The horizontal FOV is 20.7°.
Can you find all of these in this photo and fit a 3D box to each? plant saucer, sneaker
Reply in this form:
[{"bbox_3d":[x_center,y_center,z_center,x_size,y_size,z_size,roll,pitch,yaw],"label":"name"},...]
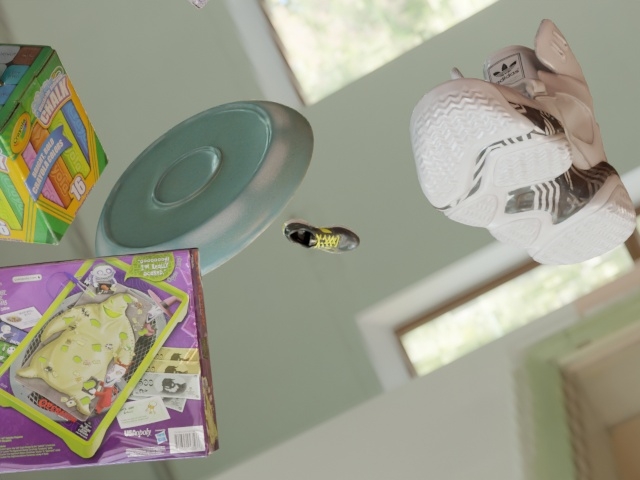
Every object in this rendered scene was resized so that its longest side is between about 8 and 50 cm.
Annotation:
[{"bbox_3d":[-0.154,-0.067,2.143,0.044,0.317,0.318,53,-161,-31],"label":"plant saucer"},{"bbox_3d":[0.000,0.000,1.850,0.035,0.083,0.031,-84,3,-72],"label":"sneaker"},{"bbox_3d":[0.174,-0.119,1.684,0.366,0.137,0.210,30,-142,-54],"label":"sneaker"}]

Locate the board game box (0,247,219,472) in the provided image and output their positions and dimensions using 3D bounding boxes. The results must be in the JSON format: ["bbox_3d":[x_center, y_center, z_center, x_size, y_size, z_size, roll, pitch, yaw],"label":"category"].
[{"bbox_3d":[-0.282,0.126,1.762,0.056,0.346,0.208,-29,-66,-78],"label":"board game box"}]

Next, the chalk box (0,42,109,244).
[{"bbox_3d":[-0.451,-0.158,2.441,0.179,0.180,0.289,-64,-34,-36],"label":"chalk box"}]

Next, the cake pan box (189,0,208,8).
[{"bbox_3d":[-0.147,-0.417,1.943,0.267,0.246,0.070,31,-164,-43],"label":"cake pan box"}]
